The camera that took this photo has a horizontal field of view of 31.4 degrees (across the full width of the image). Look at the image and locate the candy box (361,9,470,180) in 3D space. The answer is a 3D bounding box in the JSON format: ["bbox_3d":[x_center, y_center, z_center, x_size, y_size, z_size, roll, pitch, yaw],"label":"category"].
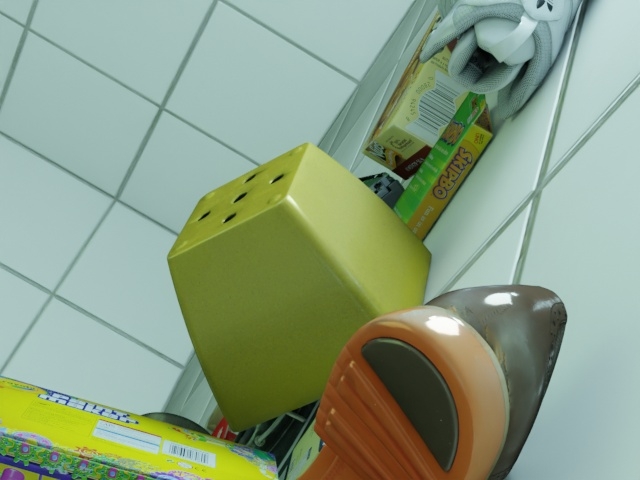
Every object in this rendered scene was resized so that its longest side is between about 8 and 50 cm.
[{"bbox_3d":[0.181,-0.250,1.560,0.316,0.087,0.183,-60,7,-12],"label":"candy box"}]

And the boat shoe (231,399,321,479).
[{"bbox_3d":[-0.044,0.186,1.245,0.306,0.105,0.113,-59,7,3],"label":"boat shoe"}]

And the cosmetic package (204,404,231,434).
[{"bbox_3d":[-0.153,0.284,1.939,0.115,0.041,0.060,-58,6,15],"label":"cosmetic package"}]

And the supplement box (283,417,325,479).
[{"bbox_3d":[0.011,0.196,0.997,0.083,0.056,0.083,-57,8,25],"label":"supplement box"}]

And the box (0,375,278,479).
[{"bbox_3d":[-0.213,0.298,0.991,0.177,0.290,0.279,-133,61,-83],"label":"box"}]

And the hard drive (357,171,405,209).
[{"bbox_3d":[0.000,0.000,1.621,0.237,0.064,0.339,-39,4,-5],"label":"hard drive"}]

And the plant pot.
[{"bbox_3d":[-0.032,0.030,1.149,0.212,0.187,0.212,-26,21,22],"label":"plant pot"}]

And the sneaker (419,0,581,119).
[{"bbox_3d":[0.186,-0.246,1.276,0.210,0.137,0.366,-58,9,-12],"label":"sneaker"}]

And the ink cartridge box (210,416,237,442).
[{"bbox_3d":[-0.144,0.337,1.460,0.231,0.078,0.134,-57,7,23],"label":"ink cartridge box"}]

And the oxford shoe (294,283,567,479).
[{"bbox_3d":[0.050,0.169,0.713,0.132,0.130,0.364,-22,-30,-40],"label":"oxford shoe"}]

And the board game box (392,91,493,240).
[{"bbox_3d":[0.131,-0.064,1.344,0.259,0.039,0.124,-60,7,23],"label":"board game box"}]

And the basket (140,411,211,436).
[{"bbox_3d":[-0.283,0.424,1.864,0.204,0.154,0.227,-49,16,50],"label":"basket"}]
